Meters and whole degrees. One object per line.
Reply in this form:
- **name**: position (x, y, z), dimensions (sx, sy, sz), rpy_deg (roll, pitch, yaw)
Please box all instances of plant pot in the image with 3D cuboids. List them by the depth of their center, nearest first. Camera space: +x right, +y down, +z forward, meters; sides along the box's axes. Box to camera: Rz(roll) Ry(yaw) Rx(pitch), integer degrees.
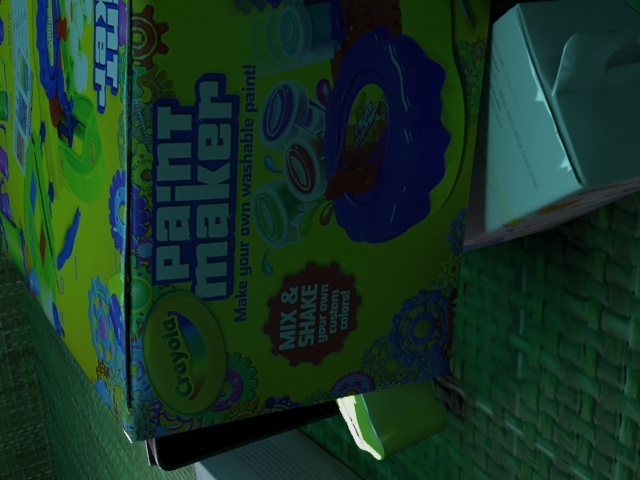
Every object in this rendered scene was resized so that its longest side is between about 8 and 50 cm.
- **plant pot**: position (-0.103, 0.080, 0.819), dimensions (0.167, 0.187, 0.188), rpy_deg (18, 117, 61)

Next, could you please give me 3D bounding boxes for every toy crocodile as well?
- **toy crocodile**: position (0.000, 0.000, 0.660), dimensions (0.341, 0.115, 0.105), rpy_deg (67, 151, 19)

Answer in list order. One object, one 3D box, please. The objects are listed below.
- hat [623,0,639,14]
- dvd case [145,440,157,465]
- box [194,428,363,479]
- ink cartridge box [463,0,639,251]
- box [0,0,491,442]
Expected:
- **hat**: position (0.185, -0.187, 0.319), dimensions (0.208, 0.183, 0.173), rpy_deg (20, 140, 10)
- **dvd case**: position (-0.279, 0.212, 1.336), dimensions (0.253, 0.022, 0.180), rpy_deg (-133, 36, -68)
- **box**: position (-0.036, 0.311, 0.868), dimensions (0.182, 0.119, 0.181), rpy_deg (20, 119, 59)
- **ink cartridge box**: position (0.115, -0.058, 0.434), dimensions (0.143, 0.092, 0.090), rpy_deg (-33, 72, 62)
- **box**: position (-0.067, -0.096, 0.466), dimensions (0.279, 0.177, 0.290), rpy_deg (30, 121, 55)
